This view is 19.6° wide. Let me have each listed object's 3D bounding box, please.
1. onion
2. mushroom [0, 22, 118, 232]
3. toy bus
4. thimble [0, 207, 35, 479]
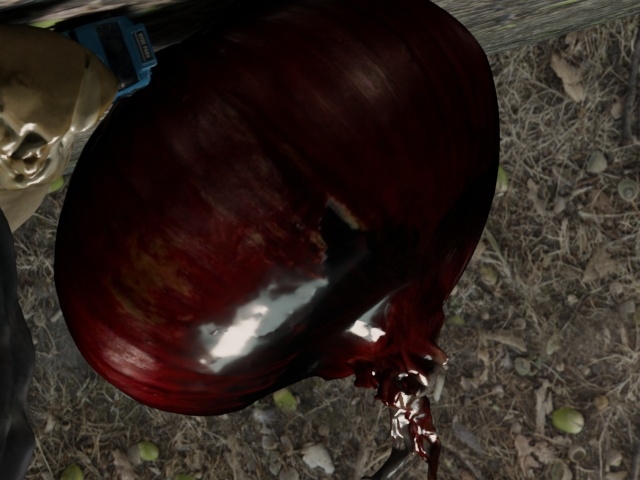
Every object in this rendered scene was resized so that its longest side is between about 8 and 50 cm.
[{"bbox_3d":[0.000,0.000,0.987,0.273,0.285,0.273,-38,170,-8],"label":"onion"},{"bbox_3d":[-0.160,-0.038,0.825,0.116,0.093,0.225,10,172,-35],"label":"mushroom"},{"bbox_3d":[-0.102,-0.082,0.863,0.046,0.038,0.083,-20,-176,-6],"label":"toy bus"},{"bbox_3d":[-0.205,0.049,0.546,0.172,0.205,0.236,-14,-145,23],"label":"thimble"}]
